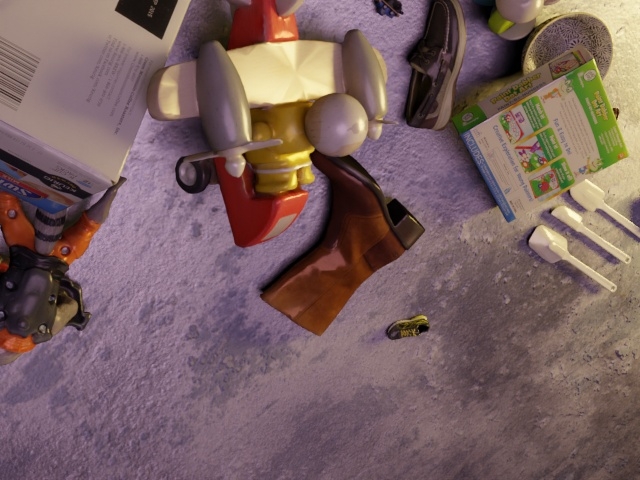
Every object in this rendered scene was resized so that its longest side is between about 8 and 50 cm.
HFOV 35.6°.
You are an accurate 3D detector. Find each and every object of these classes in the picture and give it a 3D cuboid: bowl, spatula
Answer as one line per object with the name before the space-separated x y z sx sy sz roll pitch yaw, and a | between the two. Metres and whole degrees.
bowl | 0.405 -0.318 1.706 0.170 0.080 0.170 -9 121 -16
spatula | 0.521 -0.004 1.917 0.242 0.019 0.168 31 92 -29

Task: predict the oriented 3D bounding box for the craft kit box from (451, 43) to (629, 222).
craft kit box | 0.381 -0.177 1.710 0.246 0.061 0.250 -27 134 10

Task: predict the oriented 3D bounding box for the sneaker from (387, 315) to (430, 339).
sneaker | 0.163 0.163 1.837 0.083 0.035 0.031 -22 116 -11

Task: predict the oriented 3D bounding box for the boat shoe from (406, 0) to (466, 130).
boat shoe | 0.184 -0.287 1.641 0.073 0.080 0.224 -6 117 -24

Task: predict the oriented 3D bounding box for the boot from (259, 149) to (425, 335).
boot | 0.000 0.000 1.703 0.280 0.096 0.264 -43 126 8

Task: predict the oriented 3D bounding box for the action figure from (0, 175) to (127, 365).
action figure | -0.471 0.030 1.473 0.341 0.178 0.330 14 95 -28

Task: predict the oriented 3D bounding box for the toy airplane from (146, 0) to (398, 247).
toy airplane | -0.044 -0.212 1.387 0.386 0.272 0.384 -55 147 -17

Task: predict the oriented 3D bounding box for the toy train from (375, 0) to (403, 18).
toy train | 0.071 -0.401 1.583 0.158 0.027 0.036 33 100 -28

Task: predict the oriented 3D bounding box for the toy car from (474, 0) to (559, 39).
toy car | 0.322 -0.423 1.617 0.136 0.159 0.182 44 92 6

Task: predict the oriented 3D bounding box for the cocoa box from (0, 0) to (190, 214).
cocoa box | -0.345 -0.247 1.299 0.231 0.228 0.347 29 66 -28

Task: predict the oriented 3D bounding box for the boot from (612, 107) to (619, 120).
boot | 0.473 -0.224 1.802 0.114 0.037 0.106 35 93 -23
